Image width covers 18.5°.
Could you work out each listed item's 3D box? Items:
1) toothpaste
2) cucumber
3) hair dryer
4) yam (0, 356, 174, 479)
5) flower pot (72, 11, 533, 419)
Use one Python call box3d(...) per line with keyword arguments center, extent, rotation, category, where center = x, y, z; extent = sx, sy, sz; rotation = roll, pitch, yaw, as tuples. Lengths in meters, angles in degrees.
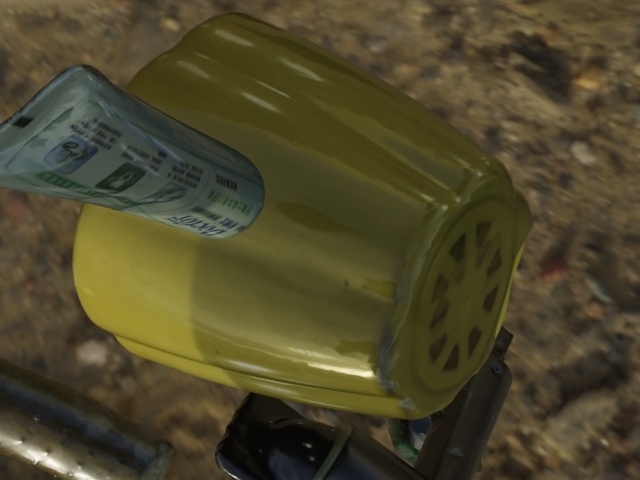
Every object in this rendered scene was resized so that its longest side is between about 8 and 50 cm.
box3d(center=(-0.072, -0.030, 0.795), extent=(0.064, 0.218, 0.041), rotation=(-38, 71, 12), category="toothpaste")
box3d(center=(0.093, 0.153, 1.713), extent=(0.063, 0.244, 0.115), rotation=(-12, 83, 9), category="cucumber")
box3d(center=(0.055, 0.110, 1.150), extent=(0.195, 0.248, 0.078), rotation=(39, 127, -6), category="hair dryer")
box3d(center=(-0.255, 0.113, 1.456), extent=(0.317, 0.067, 0.071), rotation=(27, 65, -11), category="yam")
box3d(center=(0.000, 0.000, 1.010), extent=(0.195, 0.179, 0.195), rotation=(-36, 138, -41), category="flower pot")
